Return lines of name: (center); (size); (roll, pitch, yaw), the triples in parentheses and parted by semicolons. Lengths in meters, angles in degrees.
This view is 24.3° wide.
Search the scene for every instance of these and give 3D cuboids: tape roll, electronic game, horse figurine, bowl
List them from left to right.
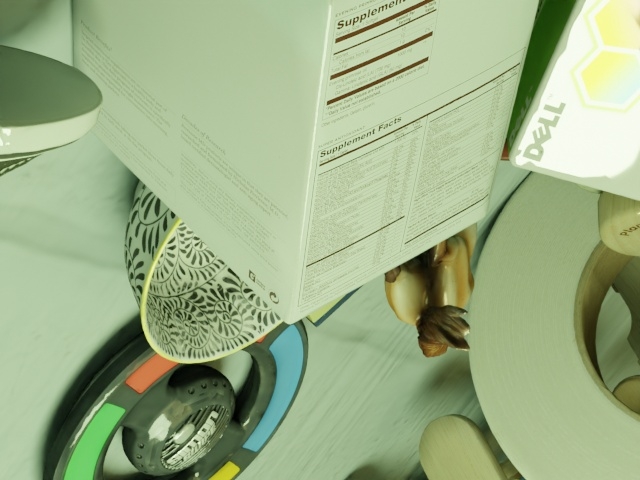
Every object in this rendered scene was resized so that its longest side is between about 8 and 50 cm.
electronic game: (-0.100, 0.131, 1.069); (0.229, 0.048, 0.229); (-32, 147, -24)
bowl: (-0.062, -0.015, 0.915); (0.170, 0.080, 0.170); (-32, 146, -25)
horse figurine: (0.081, -0.022, 1.013); (0.174, 0.066, 0.263); (77, 18, -56)
tape roll: (0.311, 0.065, 1.181); (0.392, 0.392, 0.072); (-47, 150, -2)

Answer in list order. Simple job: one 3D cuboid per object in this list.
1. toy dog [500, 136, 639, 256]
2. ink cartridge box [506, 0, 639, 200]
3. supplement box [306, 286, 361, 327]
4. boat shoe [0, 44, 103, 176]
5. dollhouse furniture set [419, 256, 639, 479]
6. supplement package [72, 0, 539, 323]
toy dog: (0.214, -0.122, 1.077); (0.161, 0.220, 0.334); (-2, 134, -1)
ink cartridge box: (0.139, -0.140, 0.868); (0.255, 0.097, 0.189); (14, 125, -8)
supplement box: (0.000, 0.000, 1.034); (0.083, 0.056, 0.083); (-42, 149, -11)
boat shoe: (-0.209, -0.043, 0.707); (0.219, 0.078, 0.070); (-12, 134, -34)
dollhouse furniture set: (0.233, 0.154, 1.425); (0.362, 0.256, 0.394); (-3, 149, -50)
supplement package: (-0.013, -0.111, 0.752); (0.149, 0.194, 0.203); (-28, 145, -31)
